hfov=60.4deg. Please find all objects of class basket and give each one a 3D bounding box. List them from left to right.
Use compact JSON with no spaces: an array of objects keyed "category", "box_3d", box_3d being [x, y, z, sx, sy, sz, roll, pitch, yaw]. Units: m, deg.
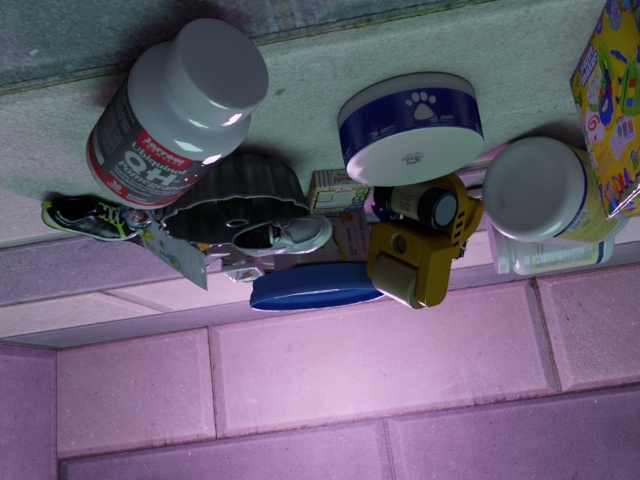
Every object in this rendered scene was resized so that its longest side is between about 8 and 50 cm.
[{"category":"basket","box_3d":[-0.252,0.065,1.781,0.113,0.103,0.167,-8,164,3]}]

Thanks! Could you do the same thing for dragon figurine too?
[{"category":"dragon figurine","box_3d":[0.195,-0.020,1.518,0.085,0.289,0.144,-2,-159,-14]}]

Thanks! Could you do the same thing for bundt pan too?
[{"category":"bundt pan","box_3d":[-0.188,-0.094,1.208,0.331,0.124,0.331,-7,165,-2]}]

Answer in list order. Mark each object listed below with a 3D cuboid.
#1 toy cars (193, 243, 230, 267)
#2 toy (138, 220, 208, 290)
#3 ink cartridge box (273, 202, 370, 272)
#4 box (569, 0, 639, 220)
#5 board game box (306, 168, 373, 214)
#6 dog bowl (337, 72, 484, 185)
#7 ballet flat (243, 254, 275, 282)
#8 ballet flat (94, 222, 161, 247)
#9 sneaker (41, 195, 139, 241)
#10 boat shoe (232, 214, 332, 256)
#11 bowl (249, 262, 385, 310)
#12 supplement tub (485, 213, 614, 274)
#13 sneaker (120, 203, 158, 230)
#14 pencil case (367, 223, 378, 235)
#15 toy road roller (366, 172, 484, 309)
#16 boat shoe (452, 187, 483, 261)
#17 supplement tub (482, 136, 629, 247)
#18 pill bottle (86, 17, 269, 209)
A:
[{"category":"toy cars","box_3d":[-0.356,0.012,1.584,0.176,0.087,0.393,-12,169,-9]},{"category":"toy","box_3d":[-0.358,0.014,1.379,0.237,0.056,0.137,27,139,21]},{"category":"ink cartridge box","box_3d":[0.000,0.000,1.543,0.233,0.171,0.168,0,163,-27]},{"category":"box","box_3d":[0.536,-0.213,0.844,0.177,0.279,0.290,-10,165,9]},{"category":"board game box","box_3d":[0.046,-0.119,1.374,0.147,0.045,0.193,-5,164,-9]},{"category":"dog bowl","box_3d":[0.168,-0.199,1.041,0.265,0.104,0.265,-7,164,-2]},{"category":"ballet flat","box_3d":[-0.140,0.097,1.988,0.342,0.116,0.124,8,139,-33]},{"category":"ballet flat","box_3d":[-0.494,-0.025,1.444,0.250,0.058,0.084,6,121,-54]},{"category":"sneaker","box_3d":[-0.517,-0.053,1.267,0.235,0.084,0.097,4,159,-36]},{"category":"boat shoe","box_3d":[-0.088,-0.008,1.185,0.227,0.079,0.081,-12,169,25]},{"category":"bowl","box_3d":[-0.007,0.136,1.566,0.391,0.077,0.391,-5,167,-1]},{"category":"supplement tub","box_3d":[0.690,-0.022,1.683,0.325,0.235,0.235,-11,164,12]},{"category":"sneaker","box_3d":[-0.359,-0.092,1.124,0.104,0.125,0.262,-3,164,-18]},{"category":"pencil case","box_3d":[0.135,-0.011,1.747,0.206,0.086,0.088,0,-174,-23]},{"category":"toy road roller","box_3d":[0.271,-0.014,1.365,0.240,0.329,0.202,-7,-158,-38]},{"category":"boat shoe","box_3d":[0.422,-0.031,1.658,0.127,0.158,0.340,-4,164,-13]},{"category":"supplement tub","box_3d":[0.576,-0.105,1.318,0.331,0.241,0.241,5,160,-39]},{"category":"pill bottle","box_3d":[-0.212,-0.176,0.805,0.176,0.176,0.318,4,160,-37]}]
